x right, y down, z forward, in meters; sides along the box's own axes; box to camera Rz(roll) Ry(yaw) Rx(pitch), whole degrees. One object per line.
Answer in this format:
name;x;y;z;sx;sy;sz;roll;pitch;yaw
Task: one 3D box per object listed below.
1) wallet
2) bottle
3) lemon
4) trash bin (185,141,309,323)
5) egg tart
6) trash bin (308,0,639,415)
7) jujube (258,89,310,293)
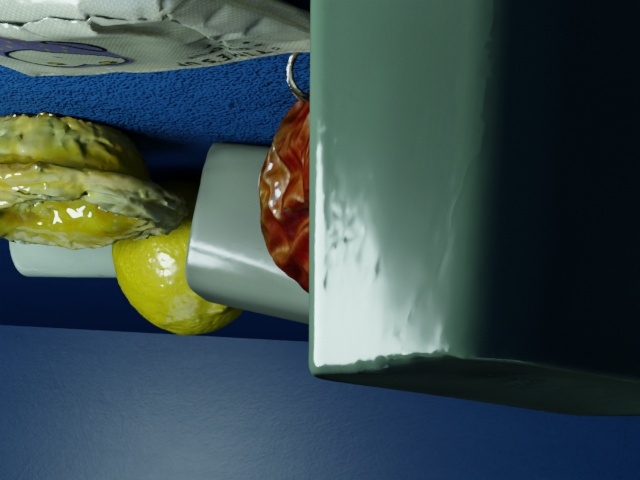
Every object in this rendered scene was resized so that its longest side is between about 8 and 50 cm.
wallet;-0.162;-0.163;1.202;0.335;0.068;0.275;0;171;26
bottle;-0.271;-0.003;1.997;0.245;0.104;0.104;1;169;16
lemon;-0.160;0.017;1.855;0.178;0.203;0.178;-22;141;-19
trash bin;0.000;0.000;1.672;0.250;0.220;0.219;9;169;10
egg tart;-0.282;-0.061;1.654;0.288;0.118;0.288;4;168;1
trash bin;0.112;-0.100;0.705;0.223;0.344;0.158;13;164;-38
jujube;0.056;-0.048;1.381;0.216;0.216;0.342;6;167;-11
